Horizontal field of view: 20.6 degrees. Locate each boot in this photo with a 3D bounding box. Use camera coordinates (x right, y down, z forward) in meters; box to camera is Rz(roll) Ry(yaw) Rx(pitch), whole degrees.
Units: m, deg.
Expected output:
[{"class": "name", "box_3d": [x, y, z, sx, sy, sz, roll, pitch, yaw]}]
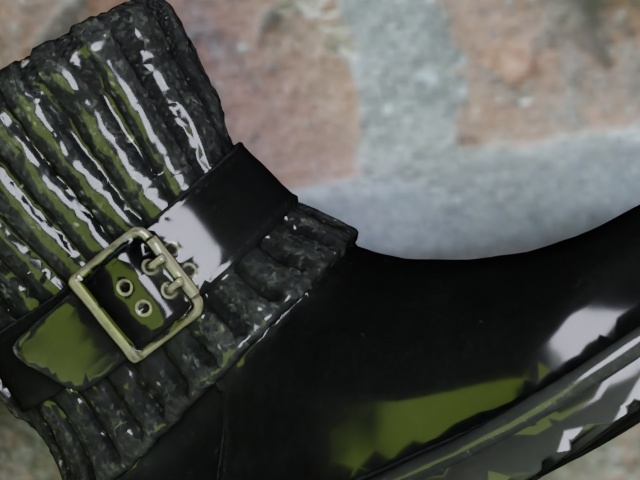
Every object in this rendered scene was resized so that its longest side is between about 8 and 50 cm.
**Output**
[{"class": "boot", "box_3d": [-0.002, 0.000, 0.737, 0.348, 0.131, 0.260, -28, 81, 11]}]
